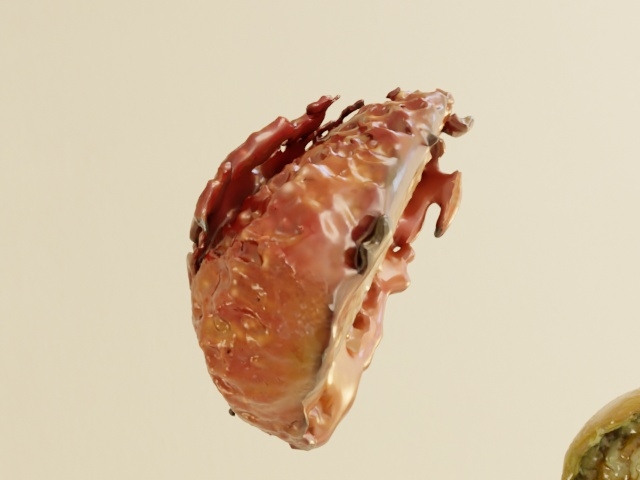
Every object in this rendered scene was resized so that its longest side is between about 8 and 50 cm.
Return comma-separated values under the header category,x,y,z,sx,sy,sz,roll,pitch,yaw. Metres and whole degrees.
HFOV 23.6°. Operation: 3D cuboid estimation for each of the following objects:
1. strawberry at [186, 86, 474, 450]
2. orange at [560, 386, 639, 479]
category,x,y,z,sx,sy,sz,roll,pitch,yaw
strawberry,0.000,0.000,0.631,0.082,0.121,0.188,19,-142,12
orange,0.227,0.167,1.001,0.134,0.154,0.154,2,-124,-25
